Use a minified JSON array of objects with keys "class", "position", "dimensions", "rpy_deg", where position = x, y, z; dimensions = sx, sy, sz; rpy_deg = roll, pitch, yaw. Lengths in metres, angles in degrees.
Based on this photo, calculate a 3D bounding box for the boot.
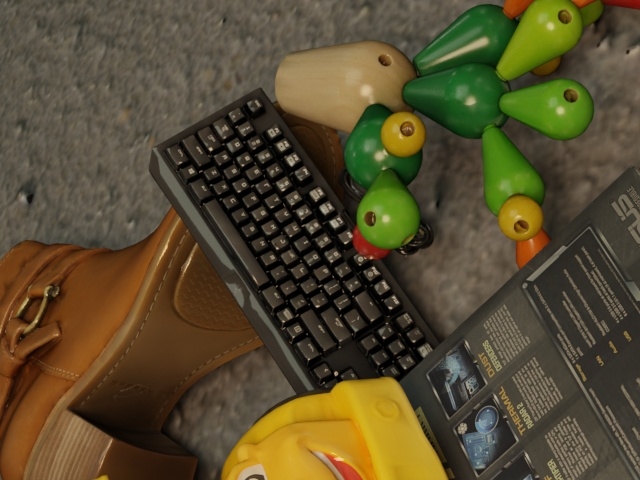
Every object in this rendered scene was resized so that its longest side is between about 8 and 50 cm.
[{"class":"boot","position":[-0.112,0.031,1.015],"dimensions":[0.220,0.109,0.283],"rpy_deg":[24,92,54]}]

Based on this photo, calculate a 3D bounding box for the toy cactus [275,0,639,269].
[{"class":"toy cactus","position":[0.062,-0.068,0.852],"dimensions":[0.180,0.112,0.219],"rpy_deg":[10,54,38]}]

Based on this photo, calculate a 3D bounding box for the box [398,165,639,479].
[{"class":"box","position":[0.132,0.108,0.728],"dimensions":[0.183,0.059,0.233],"rpy_deg":[-45,42,18]}]

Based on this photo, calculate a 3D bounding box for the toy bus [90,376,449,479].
[{"class":"toy bus","position":[-0.068,0.163,0.749],"dimensions":[0.220,0.211,0.149],"rpy_deg":[-57,38,42]}]

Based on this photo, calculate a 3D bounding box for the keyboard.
[{"class":"keyboard","position":[0.000,0.000,0.881],"dimensions":[0.108,0.023,0.180],"rpy_deg":[-29,72,-17]}]
